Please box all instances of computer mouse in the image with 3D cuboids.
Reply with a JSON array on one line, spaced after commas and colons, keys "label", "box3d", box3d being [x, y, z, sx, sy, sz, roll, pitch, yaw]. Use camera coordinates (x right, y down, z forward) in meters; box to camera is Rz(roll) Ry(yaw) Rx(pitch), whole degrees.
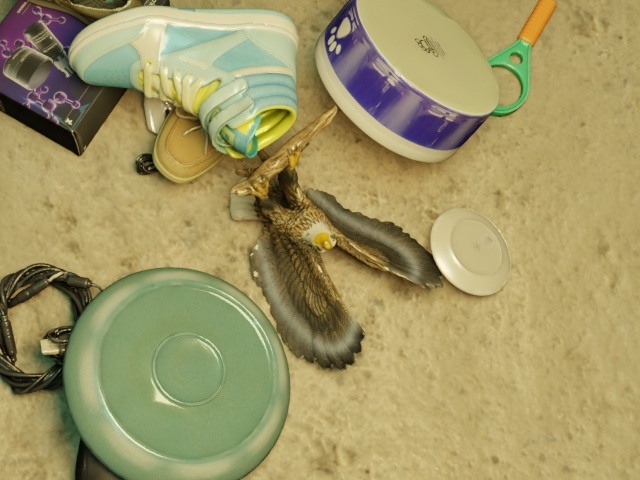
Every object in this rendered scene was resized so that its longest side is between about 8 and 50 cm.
[{"label": "computer mouse", "box3d": [-0.267, 0.239, 1.277, 0.188, 0.072, 0.272, -1, 79, -24]}, {"label": "computer mouse", "box3d": [-0.232, -0.195, 1.447, 0.106, 0.042, 0.193, -7, 75, -8]}]

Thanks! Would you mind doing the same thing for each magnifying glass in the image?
[{"label": "magnifying glass", "box3d": [0.317, -0.298, 1.548, 0.092, 0.026, 0.231, 30, 72, 3]}]

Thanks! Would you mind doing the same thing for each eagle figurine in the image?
[{"label": "eagle figurine", "box3d": [0.000, 0.005, 1.364, 0.226, 0.225, 0.298, -26, 112, 26]}]

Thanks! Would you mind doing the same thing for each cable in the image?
[{"label": "cable", "box3d": [-0.391, 0.122, 1.332, 0.150, 0.047, 0.184, 22, 74, -2]}]

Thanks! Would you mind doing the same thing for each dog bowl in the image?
[{"label": "dog bowl", "box3d": [0.128, -0.247, 1.400, 0.265, 0.104, 0.265, 25, 40, -23]}]

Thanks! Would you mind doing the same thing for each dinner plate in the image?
[{"label": "dinner plate", "box3d": [0.226, 0.013, 1.425, 0.141, 0.017, 0.141, 13, 61, -24]}]

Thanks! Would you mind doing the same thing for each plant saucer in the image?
[{"label": "plant saucer", "box3d": [-0.180, 0.176, 1.289, 0.317, 0.044, 0.317, 11, 61, -22]}]

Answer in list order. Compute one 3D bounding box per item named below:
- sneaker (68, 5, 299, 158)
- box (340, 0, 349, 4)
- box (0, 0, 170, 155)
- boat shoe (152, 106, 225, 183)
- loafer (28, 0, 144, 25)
[{"label": "sneaker", "box3d": [-0.176, -0.203, 1.302, 0.319, 0.127, 0.208, -6, 65, -7]}, {"label": "box", "box3d": [0.064, -0.496, 1.496, 0.119, 0.182, 0.181, 36, 73, 3]}, {"label": "box", "box3d": [-0.366, -0.287, 1.430, 0.184, 0.103, 0.261, 30, 72, 0]}, {"label": "boat shoe", "box3d": [-0.139, -0.203, 1.411, 0.104, 0.089, 0.285, 40, 64, -9]}, {"label": "loafer", "box3d": [-0.352, -0.370, 1.357, 0.251, 0.087, 0.094, 26, 72, 3]}]
